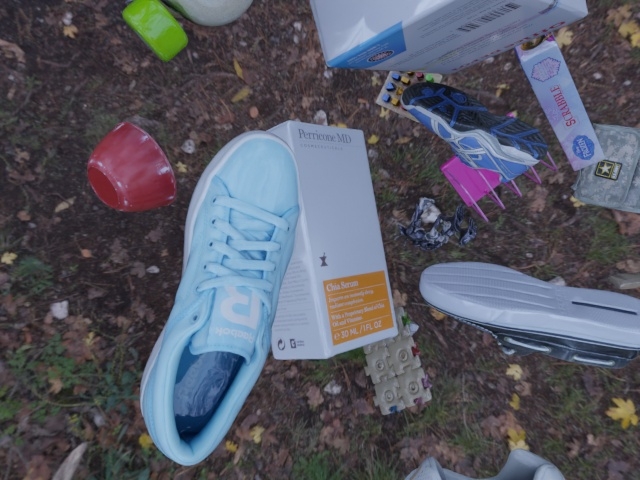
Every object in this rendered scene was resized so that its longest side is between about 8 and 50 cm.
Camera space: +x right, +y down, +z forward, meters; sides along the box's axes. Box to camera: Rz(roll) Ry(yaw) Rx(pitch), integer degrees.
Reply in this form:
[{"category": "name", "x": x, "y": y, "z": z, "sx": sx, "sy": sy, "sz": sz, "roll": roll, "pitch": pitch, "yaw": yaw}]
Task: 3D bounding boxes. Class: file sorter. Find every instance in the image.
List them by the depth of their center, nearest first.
[{"category": "file sorter", "x": 0.596, "y": -0.233, "z": 1.714, "sx": 0.291, "sy": 0.182, "sz": 0.202, "roll": -38, "pitch": 121, "yaw": 11}]

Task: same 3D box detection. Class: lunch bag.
[{"category": "lunch bag", "x": 0.915, "y": -0.211, "z": 1.517, "sx": 0.287, "sy": 0.169, "sz": 0.235, "roll": 9, "pitch": 112, "yaw": 8}]

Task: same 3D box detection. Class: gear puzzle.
[{"category": "gear puzzle", "x": 0.178, "y": 0.265, "z": 1.333, "sx": 0.175, "sy": 0.044, "sz": 0.338, "roll": -35, "pitch": 59, "yaw": 37}]

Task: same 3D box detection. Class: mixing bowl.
[{"category": "mixing bowl", "x": -0.376, "y": -0.123, "z": 0.986, "sx": 0.181, "sy": 0.181, "sz": 0.098, "roll": 46, "pitch": 52, "yaw": 4}]

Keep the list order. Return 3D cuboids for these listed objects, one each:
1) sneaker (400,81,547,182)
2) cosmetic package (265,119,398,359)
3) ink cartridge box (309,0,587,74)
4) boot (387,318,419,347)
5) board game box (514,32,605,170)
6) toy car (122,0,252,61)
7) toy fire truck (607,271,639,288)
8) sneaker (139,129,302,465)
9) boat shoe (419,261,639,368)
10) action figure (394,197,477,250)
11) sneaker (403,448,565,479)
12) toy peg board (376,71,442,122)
[{"category": "sneaker", "x": 0.202, "y": -0.147, "z": 0.721, "sx": 0.211, "sy": 0.081, "sz": 0.080, "roll": 30, "pitch": 54, "yaw": 2}, {"category": "cosmetic package", "x": 0.000, "y": 0.000, "z": 1.077, "sx": 0.162, "sy": 0.230, "sz": 0.452, "roll": -14, "pitch": 85, "yaw": 44}, {"category": "ink cartridge box", "x": 0.141, "y": -0.318, "z": 0.581, "sx": 0.198, "sy": 0.270, "sz": 0.197, "roll": -12, "pitch": 93, "yaw": 44}, {"category": "boot", "x": 0.217, "y": 0.287, "z": 1.527, "sx": 0.095, "sy": 0.258, "sz": 0.123, "roll": 28, "pitch": 94, "yaw": 21}, {"category": "board game box", "x": 0.444, "y": -0.349, "z": 1.020, "sx": 0.066, "sy": 0.318, "sz": 0.318, "roll": -24, "pitch": 46, "yaw": 29}, {"category": "toy car", "x": -0.138, "y": -0.265, "z": 0.471, "sx": 0.155, "sy": 0.188, "sz": 0.149, "roll": -44, "pitch": 119, "yaw": -3}, {"category": "toy fire truck", "x": 0.772, "y": 0.061, "z": 1.075, "sx": 0.158, "sy": 0.217, "sz": 0.246, "roll": 42, "pitch": 102, "yaw": -6}, {"category": "sneaker", "x": -0.087, "y": 0.060, "z": 0.549, "sx": 0.135, "sy": 0.150, "sz": 0.365, "roll": 15, "pitch": 92, "yaw": -27}, {"category": "boat shoe", "x": 0.311, "y": 0.125, "z": 0.775, "sx": 0.336, "sy": 0.121, "sz": 0.119, "roll": 13, "pitch": 124, "yaw": 15}, {"category": "action figure", "x": 0.366, "y": -0.044, "z": 1.656, "sx": 0.164, "sy": 0.276, "sz": 0.140, "roll": 39, "pitch": 65, "yaw": -27}, {"category": "sneaker", "x": 0.065, "y": 0.226, "z": 0.384, "sx": 0.263, "sy": 0.099, "sz": 0.120, "roll": -19, "pitch": 96, "yaw": 4}, {"category": "toy peg board", "x": 0.277, "y": -0.484, "z": 1.636, "sx": 0.161, "sy": 0.079, "sz": 0.161, "roll": 28, "pitch": 103, "yaw": 11}]
